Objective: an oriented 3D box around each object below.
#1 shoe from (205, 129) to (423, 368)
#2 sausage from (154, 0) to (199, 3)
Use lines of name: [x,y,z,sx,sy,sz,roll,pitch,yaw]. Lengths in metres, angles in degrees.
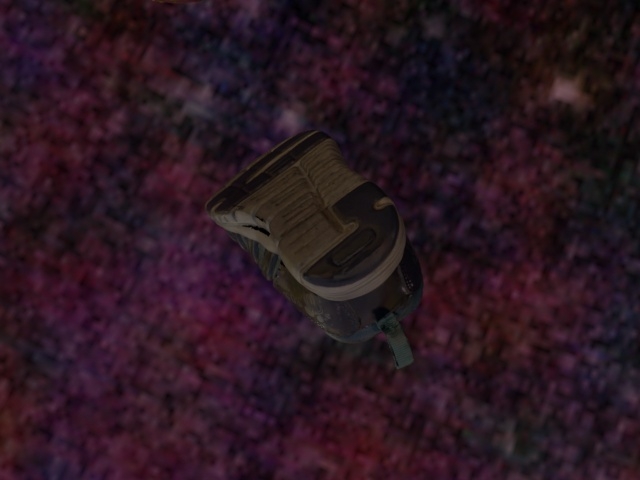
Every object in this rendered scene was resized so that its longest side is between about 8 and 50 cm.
shoe: [0.000,0.000,0.864,0.143,0.064,0.071,38,160,56]
sausage: [-0.001,-0.132,0.594,0.183,0.062,0.054,-47,64,22]
